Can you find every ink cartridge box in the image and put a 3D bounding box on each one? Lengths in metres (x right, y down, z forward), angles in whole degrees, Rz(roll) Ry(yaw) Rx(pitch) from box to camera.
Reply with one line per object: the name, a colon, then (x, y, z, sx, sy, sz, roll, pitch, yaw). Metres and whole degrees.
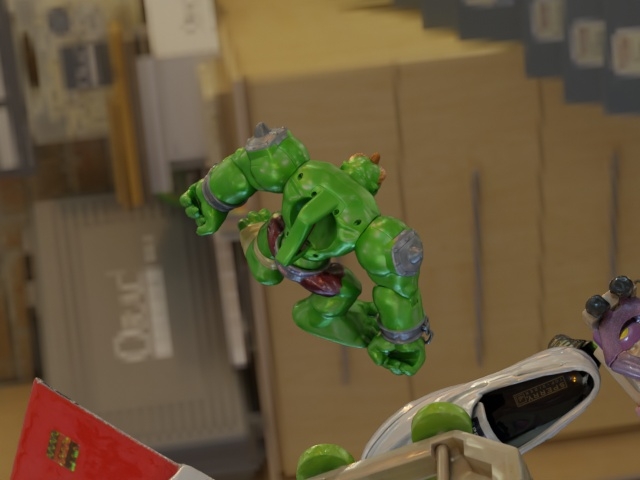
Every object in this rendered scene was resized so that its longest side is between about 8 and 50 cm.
ink cartridge box: (-0.131, 0.255, 1.121, 0.060, 0.239, 0.275, -49, -16, -51)

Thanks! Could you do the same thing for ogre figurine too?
ogre figurine: (0.000, 0.000, 1.103, 0.197, 0.097, 0.118, 55, 146, 22)

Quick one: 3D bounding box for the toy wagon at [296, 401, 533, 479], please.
toy wagon: (0.019, 0.275, 1.430, 0.068, 0.344, 0.267, 60, -162, -26)

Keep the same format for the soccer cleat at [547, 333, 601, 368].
soccer cleat: (0.318, 0.149, 2.047, 0.060, 0.072, 0.179, 43, -164, -5)

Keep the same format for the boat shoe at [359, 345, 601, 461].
boat shoe: (0.151, 0.177, 1.601, 0.095, 0.258, 0.084, 58, -177, -1)

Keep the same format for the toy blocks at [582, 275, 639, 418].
toy blocks: (0.456, 0.114, 1.702, 0.260, 0.288, 0.309, 51, 180, 18)
